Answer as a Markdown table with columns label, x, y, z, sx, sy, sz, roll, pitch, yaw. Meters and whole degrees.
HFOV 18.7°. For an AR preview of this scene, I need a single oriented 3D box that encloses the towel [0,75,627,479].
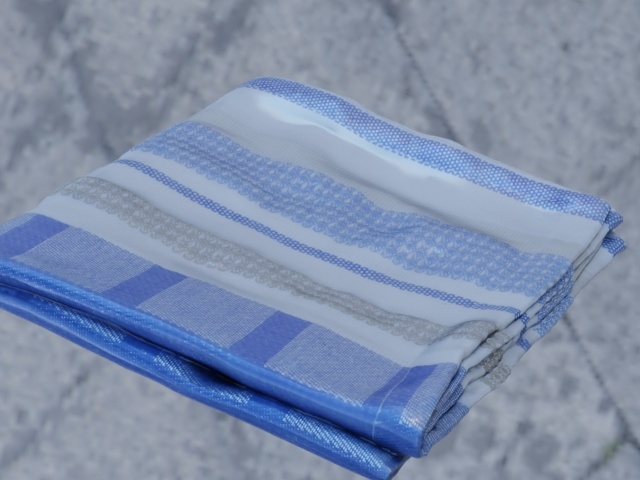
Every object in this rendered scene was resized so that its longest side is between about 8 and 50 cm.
| label | x | y | z | sx | sy | sz | roll | pitch | yaw |
| --- | --- | --- | --- | --- | --- | --- | --- | --- | --- |
| towel | 0.000 | 0.000 | 0.825 | 0.209 | 0.285 | 0.034 | 23 | 115 | 16 |
